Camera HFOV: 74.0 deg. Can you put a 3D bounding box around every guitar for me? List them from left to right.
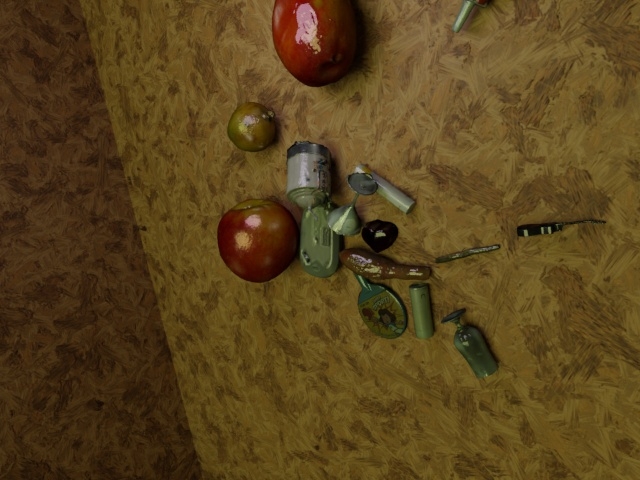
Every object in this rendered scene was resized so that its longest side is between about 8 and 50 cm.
[{"bbox_3d":[0.707,-0.040,1.260,0.233,0.088,0.025,-6,99,30],"label":"guitar"}]

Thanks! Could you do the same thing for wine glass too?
[{"bbox_3d":[0.123,-0.140,1.606,0.156,0.156,0.232,46,143,19],"label":"wine glass"},{"bbox_3d":[0.529,0.365,1.503,0.103,0.103,0.231,-33,85,40],"label":"wine glass"}]

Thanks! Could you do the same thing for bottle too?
[{"bbox_3d":[0.382,0.266,1.610,0.072,0.072,0.201,-3,102,39],"label":"bottle"}]

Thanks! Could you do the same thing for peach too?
[{"bbox_3d":[-0.276,0.008,1.883,0.388,0.388,0.388,13,111,36],"label":"peach"},{"bbox_3d":[-0.016,-0.718,1.480,0.373,0.290,0.372,11,106,44],"label":"peach"}]

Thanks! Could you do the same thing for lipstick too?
[{"bbox_3d":[0.239,-0.195,1.591,0.264,0.059,0.059,40,125,22],"label":"lipstick"}]

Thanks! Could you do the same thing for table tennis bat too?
[{"bbox_3d":[0.231,0.256,1.753,0.215,0.044,0.329,-35,83,41],"label":"table tennis bat"}]

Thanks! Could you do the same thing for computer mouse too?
[{"bbox_3d":[0.003,-0.001,1.821,0.197,0.095,0.330,8,100,25],"label":"computer mouse"}]

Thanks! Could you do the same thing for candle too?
[{"bbox_3d":[-0.044,-0.215,1.663,0.187,0.187,0.330,-18,64,41],"label":"candle"}]

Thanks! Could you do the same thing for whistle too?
[{"bbox_3d":[0.452,-0.731,1.224,0.106,0.102,0.253,37,122,21],"label":"whistle"}]

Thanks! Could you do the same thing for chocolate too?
[{"bbox_3d":[0.216,-0.012,1.653,0.149,0.080,0.125,16,113,33],"label":"chocolate"}]

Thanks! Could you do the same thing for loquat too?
[{"bbox_3d":[-0.284,-0.496,1.830,0.246,0.213,0.213,-21,90,40],"label":"loquat"}]

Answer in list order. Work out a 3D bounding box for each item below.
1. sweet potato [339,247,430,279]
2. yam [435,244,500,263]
[{"bbox_3d":[0.239,0.107,1.661,0.385,0.109,0.109,14,112,27],"label":"sweet potato"},{"bbox_3d":[0.505,0.045,1.475,0.234,0.029,0.027,-19,119,39],"label":"yam"}]
